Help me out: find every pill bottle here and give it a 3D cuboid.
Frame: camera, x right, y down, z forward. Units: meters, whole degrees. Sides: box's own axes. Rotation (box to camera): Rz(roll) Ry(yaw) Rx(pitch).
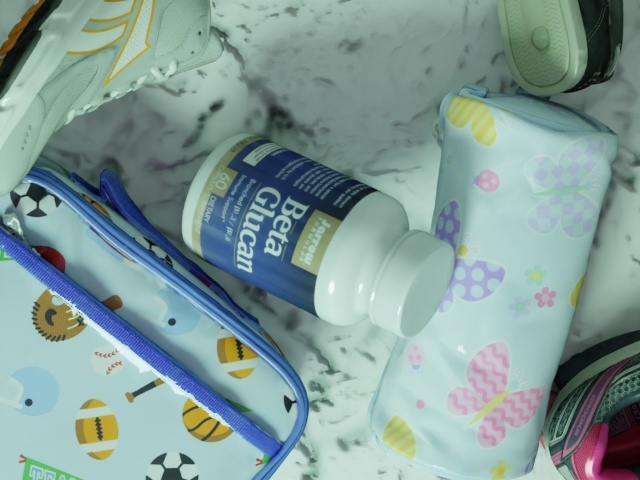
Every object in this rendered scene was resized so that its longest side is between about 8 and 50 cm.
[{"bbox_3d":[0.000,0.000,1.251,0.169,0.094,0.094,25,102,24],"label":"pill bottle"}]

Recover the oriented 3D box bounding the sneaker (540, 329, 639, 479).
[{"bbox_3d":[0.299,0.092,1.323,0.299,0.112,0.121,-33,103,3],"label":"sneaker"}]

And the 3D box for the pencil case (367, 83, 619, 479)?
[{"bbox_3d":[0.117,0.030,1.294,0.124,0.113,0.273,11,102,-7],"label":"pencil case"}]

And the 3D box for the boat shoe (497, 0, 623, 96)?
[{"bbox_3d":[0.163,-0.217,1.271,0.079,0.084,0.233,-11,99,-41],"label":"boat shoe"}]

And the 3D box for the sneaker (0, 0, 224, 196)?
[{"bbox_3d":[-0.129,-0.127,1.219,0.121,0.099,0.262,36,77,-20],"label":"sneaker"}]

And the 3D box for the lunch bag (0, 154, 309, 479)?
[{"bbox_3d":[-0.171,0.089,1.288,0.303,0.115,0.243,40,95,-13],"label":"lunch bag"}]
